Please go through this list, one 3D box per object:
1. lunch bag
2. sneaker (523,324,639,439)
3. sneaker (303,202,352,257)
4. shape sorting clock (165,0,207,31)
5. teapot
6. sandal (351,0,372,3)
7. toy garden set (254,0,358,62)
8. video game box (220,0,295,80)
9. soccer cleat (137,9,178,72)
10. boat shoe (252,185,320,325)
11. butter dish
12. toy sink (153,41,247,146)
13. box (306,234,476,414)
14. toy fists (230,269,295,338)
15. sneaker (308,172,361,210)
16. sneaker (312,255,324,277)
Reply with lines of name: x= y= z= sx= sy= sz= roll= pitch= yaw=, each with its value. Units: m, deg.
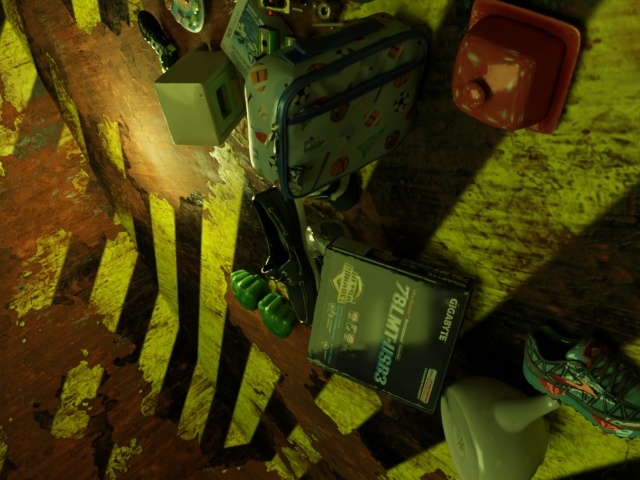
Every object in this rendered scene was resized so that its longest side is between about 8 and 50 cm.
lunch bag: x=0.024 y=-0.208 z=0.882 sx=0.115 sy=0.303 sz=0.243 roll=44 pitch=151 yaw=27
sneaker: x=0.437 y=0.218 z=0.928 sx=0.262 sy=0.104 sz=0.125 roll=20 pitch=135 yaw=47
sneaker: x=0.000 y=0.000 z=1.379 sx=0.232 sy=0.090 sz=0.115 roll=40 pitch=143 yaw=45
shape sorting clock: x=-0.324 y=-0.572 z=1.303 sx=0.206 sy=0.040 sz=0.206 roll=38 pitch=148 yaw=29
teapot: x=0.364 y=0.385 z=1.159 sx=0.256 sy=0.187 sz=0.252 roll=-132 pitch=32 yaw=-78
sandal: x=0.106 y=-0.417 z=0.804 sx=0.255 sy=0.054 sz=0.097 roll=-17 pitch=114 yaw=51
toy garden set: x=-0.026 y=-0.345 z=1.026 sx=0.244 sy=0.049 sz=0.203 roll=26 pitch=130 yaw=27
video game box: x=-0.112 y=-0.379 z=1.182 sx=0.205 sy=0.048 sz=0.187 roll=54 pitch=154 yaw=1
soccer cleat: x=-0.409 y=-0.511 z=1.495 sx=0.072 sy=0.060 sz=0.178 roll=10 pitch=137 yaw=41
boat shoe: x=-0.083 y=0.042 z=1.317 sx=0.127 sy=0.113 sz=0.339 roll=8 pitch=109 yaw=58
butter dish: x=0.230 y=-0.210 z=0.755 sx=0.160 sy=0.118 sz=0.159 roll=35 pitch=148 yaw=32
toy sink: x=-0.246 y=-0.340 z=1.316 sx=0.131 sy=0.234 sz=0.152 roll=5 pitch=130 yaw=19
box: x=0.132 y=0.170 z=1.176 sx=0.293 sy=0.073 sz=0.295 roll=20 pitch=117 yaw=19
toy fists: x=-0.190 y=0.201 z=1.903 sx=0.279 sy=0.096 sz=0.142 roll=40 pitch=159 yaw=23
sneaker: x=-0.019 y=-0.135 z=1.145 sx=0.122 sy=0.146 sz=0.330 roll=25 pitch=161 yaw=30
sneaker: x=-0.017 y=0.070 z=1.485 sx=0.081 sy=0.090 sz=0.232 roll=57 pitch=153 yaw=-4
